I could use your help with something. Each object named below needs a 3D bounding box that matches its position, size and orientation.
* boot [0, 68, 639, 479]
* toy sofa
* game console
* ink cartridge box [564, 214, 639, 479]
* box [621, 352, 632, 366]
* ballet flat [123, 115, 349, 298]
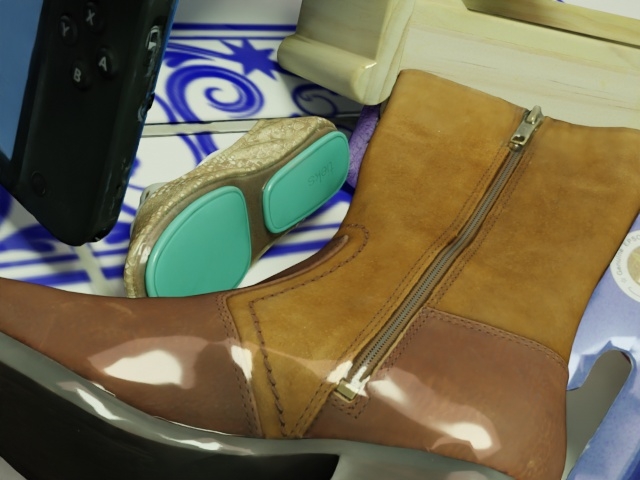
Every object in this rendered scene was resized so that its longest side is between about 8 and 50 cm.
[{"bbox_3d":[0.000,0.000,0.486,0.264,0.096,0.280,15,49,17],"label":"boot"},{"bbox_3d":[0.161,-0.113,0.795,0.362,0.177,0.150,6,16,-24],"label":"toy sofa"},{"bbox_3d":[-0.215,-0.155,0.490,0.293,0.250,0.173,40,36,27],"label":"game console"},{"bbox_3d":[0.218,0.133,0.450,0.330,0.071,0.324,33,64,12],"label":"ink cartridge box"},{"bbox_3d":[0.314,0.051,0.659,0.243,0.117,0.214,-15,60,-40],"label":"box"},{"bbox_3d":[-0.057,-0.015,0.605,0.067,0.073,0.206,10,26,28],"label":"ballet flat"}]
